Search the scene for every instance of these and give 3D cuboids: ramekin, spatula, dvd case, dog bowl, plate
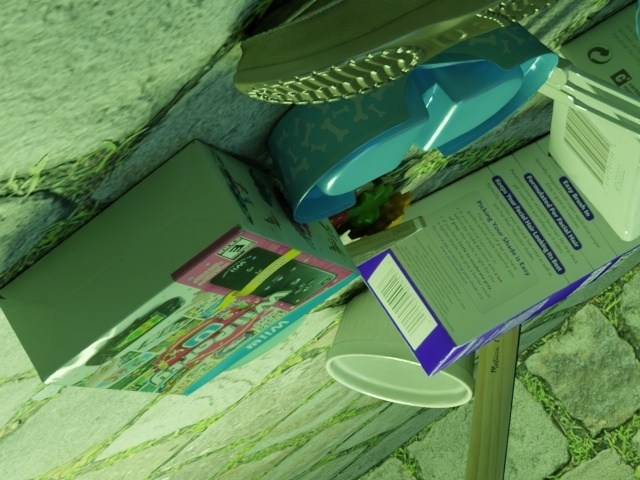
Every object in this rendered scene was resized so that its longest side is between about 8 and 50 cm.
[{"bbox_3d":[0.116,0.144,2.326,0.207,0.207,0.109,111,-7,-69],"label":"ramekin"},{"bbox_3d":[0.280,-0.132,1.666,0.019,0.242,0.168,-61,167,-6],"label":"spatula"},{"bbox_3d":[0.001,0.035,1.866,0.164,0.018,0.221,-31,174,36],"label":"dvd case"},{"bbox_3d":[0.080,-0.120,1.538,0.297,0.074,0.166,-27,165,-26],"label":"dog bowl"},{"bbox_3d":[-0.075,0.116,2.062,0.188,0.024,0.188,-32,168,-8],"label":"plate"}]

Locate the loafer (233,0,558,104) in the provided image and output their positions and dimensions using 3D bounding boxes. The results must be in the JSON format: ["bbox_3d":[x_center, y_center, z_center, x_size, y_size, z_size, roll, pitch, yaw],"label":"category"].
[{"bbox_3d":[0.056,-0.177,1.246,0.268,0.092,0.102,-20,168,12],"label":"loafer"}]

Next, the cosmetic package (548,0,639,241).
[{"bbox_3d":[0.490,-0.214,1.926,0.453,0.161,0.230,-32,155,-11],"label":"cosmetic package"}]

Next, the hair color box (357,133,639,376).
[{"bbox_3d":[0.226,0.008,2.113,0.338,0.185,0.110,-27,165,-27],"label":"hair color box"}]

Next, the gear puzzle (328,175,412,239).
[{"bbox_3d":[0.000,0.000,1.839,0.175,0.044,0.339,-42,165,29],"label":"gear puzzle"}]

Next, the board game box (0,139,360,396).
[{"bbox_3d":[-0.117,0.037,1.532,0.224,0.097,0.303,-36,163,12],"label":"board game box"}]

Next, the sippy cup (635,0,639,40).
[{"bbox_3d":[0.415,-0.227,1.554,0.224,0.305,0.240,-34,-177,-30],"label":"sippy cup"}]

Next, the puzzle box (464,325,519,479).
[{"bbox_3d":[0.247,0.146,2.331,0.052,0.409,0.272,6,169,8],"label":"puzzle box"}]
